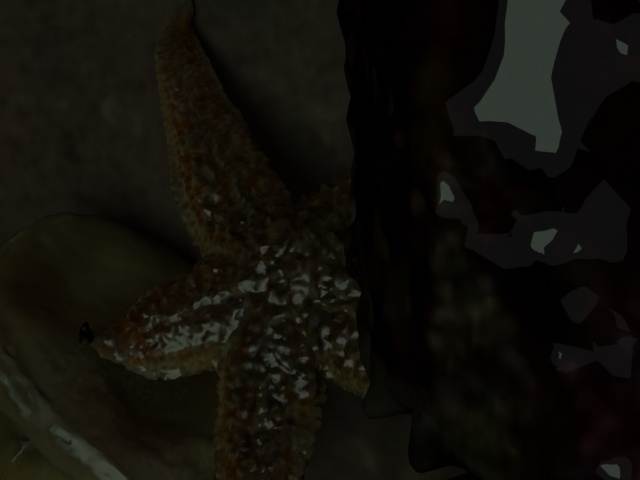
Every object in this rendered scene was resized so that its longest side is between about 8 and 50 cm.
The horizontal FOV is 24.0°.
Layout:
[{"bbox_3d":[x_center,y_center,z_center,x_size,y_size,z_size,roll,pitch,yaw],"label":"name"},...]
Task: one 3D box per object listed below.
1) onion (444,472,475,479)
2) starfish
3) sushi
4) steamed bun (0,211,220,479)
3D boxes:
[{"bbox_3d":[0.162,0.184,0.620,0.349,0.159,0.267,-20,104,12],"label":"onion"},{"bbox_3d":[0.003,0.002,0.671,0.231,0.048,0.295,-18,62,14],"label":"starfish"},{"bbox_3d":[0.140,-0.097,0.468,0.281,0.299,0.294,2,108,12],"label":"sushi"},{"bbox_3d":[-0.114,0.095,0.755,0.172,0.141,0.155,42,132,15],"label":"steamed bun"}]
